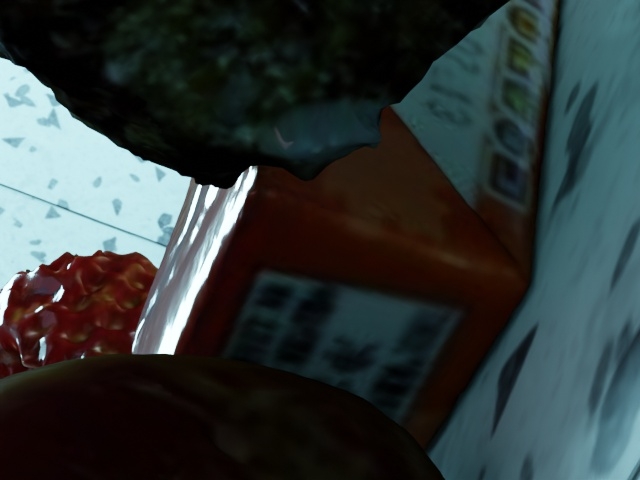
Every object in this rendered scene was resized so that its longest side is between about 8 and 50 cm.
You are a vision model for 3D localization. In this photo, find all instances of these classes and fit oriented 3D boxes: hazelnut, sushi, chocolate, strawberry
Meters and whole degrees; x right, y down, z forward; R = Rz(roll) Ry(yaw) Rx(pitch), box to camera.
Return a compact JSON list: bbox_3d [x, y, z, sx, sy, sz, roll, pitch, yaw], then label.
[{"bbox_3d":[-0.045,0.113,0.502,0.204,0.178,0.178,-27,-32,-51],"label":"hazelnut"},{"bbox_3d":[0.010,-0.175,0.470,0.348,0.207,0.234,-48,39,11],"label":"sushi"},{"bbox_3d":[0.000,0.000,0.689,0.235,0.108,0.237,-76,11,-48],"label":"chocolate"},{"bbox_3d":[-0.115,0.120,1.014,0.205,0.205,0.244,-68,27,14],"label":"strawberry"}]
